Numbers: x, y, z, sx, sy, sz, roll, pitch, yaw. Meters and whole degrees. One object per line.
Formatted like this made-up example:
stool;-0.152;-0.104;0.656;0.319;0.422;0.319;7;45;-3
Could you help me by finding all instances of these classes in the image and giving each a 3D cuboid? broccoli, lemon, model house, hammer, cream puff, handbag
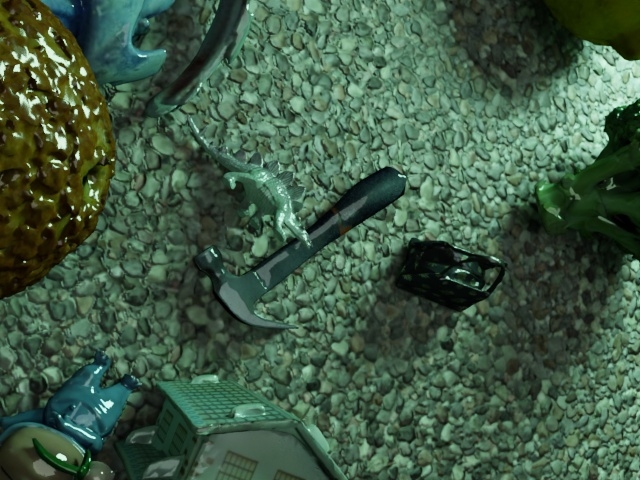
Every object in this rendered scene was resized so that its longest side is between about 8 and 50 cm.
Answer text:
broccoli;0.437;-0.064;0.900;0.270;0.270;0.270;-13;92;10
lemon;0.423;-0.404;0.896;0.245;0.245;0.320;-2;91;-23
model house;-0.104;0.254;0.643;0.198;0.224;0.215;26;78;-18
hammer;0.000;0.000;0.804;0.290;0.037;0.137;-35;99;-21
cream puff;-0.310;-0.083;0.487;0.303;0.212;0.303;1;87;-19
handbag;0.180;0.034;0.822;0.115;0.139;0.072;24;70;-19

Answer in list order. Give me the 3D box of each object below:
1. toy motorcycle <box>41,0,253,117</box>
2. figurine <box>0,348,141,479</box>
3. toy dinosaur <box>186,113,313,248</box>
toy motorcycle;-0.176;-0.277;0.669;0.241;0.182;0.319;37;79;-15
figurine;-0.249;0.194;0.637;0.114;0.144;0.178;43;60;-18
toy dinosaur;-0.079;-0.070;0.761;0.209;0.039;0.082;44;53;0
